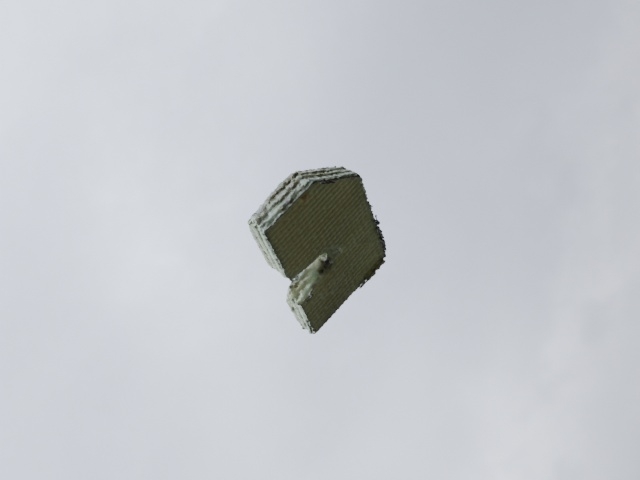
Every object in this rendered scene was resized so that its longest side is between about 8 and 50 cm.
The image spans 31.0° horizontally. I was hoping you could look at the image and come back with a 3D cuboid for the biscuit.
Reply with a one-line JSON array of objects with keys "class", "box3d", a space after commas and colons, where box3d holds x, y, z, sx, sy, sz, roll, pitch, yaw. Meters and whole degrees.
[{"class": "biscuit", "box3d": [0.000, 0.000, 1.337, 0.147, 0.046, 0.250, -48, -30, -15]}]
